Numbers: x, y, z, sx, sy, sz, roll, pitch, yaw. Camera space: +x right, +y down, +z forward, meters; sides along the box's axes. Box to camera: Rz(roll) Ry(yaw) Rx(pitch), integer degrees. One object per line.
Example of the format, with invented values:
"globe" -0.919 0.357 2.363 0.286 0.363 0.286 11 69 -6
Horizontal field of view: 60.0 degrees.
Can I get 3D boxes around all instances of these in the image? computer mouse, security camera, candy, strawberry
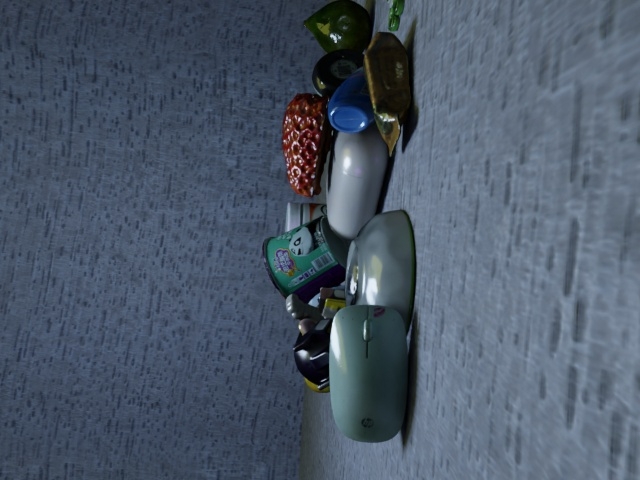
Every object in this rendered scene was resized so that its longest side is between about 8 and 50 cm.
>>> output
"computer mouse" 0.096 0.275 1.121 0.097 0.159 0.289 -49 -41 -74
"security camera" 0.075 -0.446 1.768 0.277 0.197 0.191 86 172 -60
"candy" 0.156 -0.338 1.270 0.143 0.101 0.271 81 -175 -77
"strawberry" -0.044 -0.285 1.567 0.253 0.150 0.280 -65 -14 -68

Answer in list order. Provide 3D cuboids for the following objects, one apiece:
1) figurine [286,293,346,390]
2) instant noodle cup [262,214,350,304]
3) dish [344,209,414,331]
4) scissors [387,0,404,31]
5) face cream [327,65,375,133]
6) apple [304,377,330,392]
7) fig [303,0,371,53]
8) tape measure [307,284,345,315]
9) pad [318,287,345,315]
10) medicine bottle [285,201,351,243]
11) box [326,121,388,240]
"figurine" 0.031 0.252 1.319 0.308 0.308 0.143 -100 34 -67
"instant noodle cup" -0.020 0.054 1.626 0.251 0.190 0.251 48 -156 -29
"dish" 0.114 0.086 1.273 0.324 0.124 0.324 -176 90 -84
"scissors" 0.189 -0.644 1.457 0.101 0.027 0.204 107 164 -55
"face cream" 0.107 -0.378 1.426 0.264 0.149 0.083 -64 -32 -42
"apple" 0.011 0.464 1.995 0.163 0.146 0.147 -108 18 -69
"fig" 0.050 -0.709 1.865 0.195 0.244 0.195 10 -90 -81
"tape measure" 0.050 0.205 1.566 0.182 0.181 0.107 101 157 -45
"pad" 0.066 0.238 1.490 0.003 0.158 0.235 -77 -6 -65
"medicine bottle" 0.000 0.000 1.893 0.252 0.240 0.253 -178 90 -84
"box" 0.095 -0.193 1.548 0.289 0.141 0.349 -90 6 -46
